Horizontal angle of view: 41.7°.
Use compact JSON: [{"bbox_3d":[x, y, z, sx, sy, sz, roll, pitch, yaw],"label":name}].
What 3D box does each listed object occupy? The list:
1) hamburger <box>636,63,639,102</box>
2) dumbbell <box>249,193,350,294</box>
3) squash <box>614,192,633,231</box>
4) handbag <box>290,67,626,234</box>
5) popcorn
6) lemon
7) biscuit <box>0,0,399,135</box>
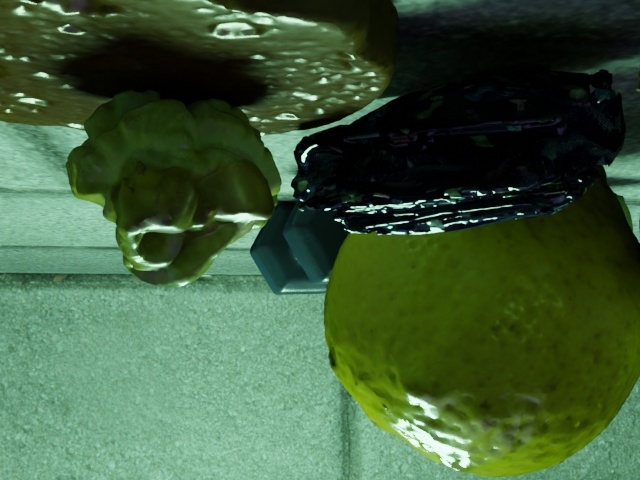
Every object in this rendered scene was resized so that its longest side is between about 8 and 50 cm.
[{"bbox_3d":[0.302,-0.066,0.509,0.237,0.147,0.237,24,-166,-6],"label":"hamburger"},{"bbox_3d":[0.000,0.000,1.209,0.144,0.159,0.325,-30,-178,-16],"label":"dumbbell"},{"bbox_3d":[0.267,-0.027,1.141,0.288,0.137,0.137,9,170,-21],"label":"squash"},{"bbox_3d":[0.107,-0.070,0.667,0.260,0.113,0.162,-4,-168,26],"label":"handbag"},{"bbox_3d":[-0.094,-0.039,0.564,0.126,0.126,0.145,-26,155,5],"label":"popcorn"},{"bbox_3d":[0.188,0.071,0.930,0.350,0.387,0.350,39,-171,-7],"label":"lemon"},{"bbox_3d":[-0.138,-0.125,0.528,0.381,0.074,0.359,5,171,-22],"label":"biscuit"}]
